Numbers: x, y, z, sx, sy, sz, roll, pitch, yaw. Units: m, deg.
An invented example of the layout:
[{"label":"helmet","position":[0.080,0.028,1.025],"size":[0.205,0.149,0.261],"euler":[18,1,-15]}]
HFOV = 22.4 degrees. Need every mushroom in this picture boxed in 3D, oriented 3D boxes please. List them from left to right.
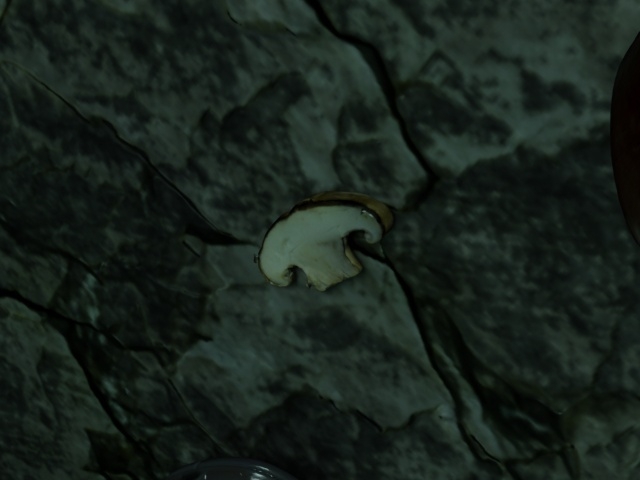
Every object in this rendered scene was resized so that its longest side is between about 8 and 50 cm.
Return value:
[{"label":"mushroom","position":[0.000,0.000,0.842],"size":[0.101,0.019,0.049],"euler":[-25,103,46]}]

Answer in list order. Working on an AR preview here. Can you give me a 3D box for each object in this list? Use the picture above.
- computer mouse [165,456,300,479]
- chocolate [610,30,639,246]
[{"label":"computer mouse","position":[-0.006,0.220,0.975],"size":[0.120,0.057,0.232],"euler":[-21,108,43]},{"label":"chocolate","position":[0.174,-0.026,0.637],"size":[0.149,0.125,0.080],"euler":[37,151,4]}]
